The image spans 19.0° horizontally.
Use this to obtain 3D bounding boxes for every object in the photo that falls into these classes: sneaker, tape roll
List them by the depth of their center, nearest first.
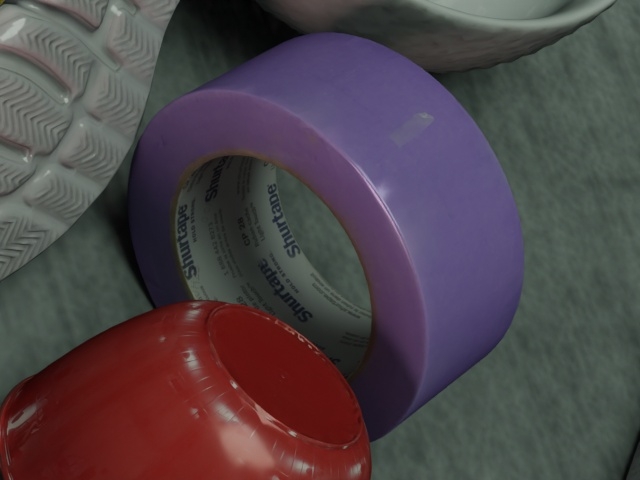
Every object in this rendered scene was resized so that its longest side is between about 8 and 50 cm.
[{"bbox_3d":[-0.165,-0.124,0.931,0.321,0.180,0.124,-58,145,-9],"label":"sneaker"},{"bbox_3d":[0.000,0.000,0.931,0.080,0.189,0.189,-33,89,-41],"label":"tape roll"}]

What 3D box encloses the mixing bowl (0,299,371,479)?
[{"bbox_3d":[-0.045,0.092,0.865,0.181,0.098,0.181,33,23,-16],"label":"mixing bowl"}]

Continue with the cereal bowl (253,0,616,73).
[{"bbox_3d":[0.030,-0.241,1.102,0.339,0.141,0.339,15,60,-28],"label":"cereal bowl"}]

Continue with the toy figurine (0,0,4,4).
[{"bbox_3d":[-0.322,-0.191,0.791,0.363,0.191,0.217,-8,50,-12],"label":"toy figurine"}]

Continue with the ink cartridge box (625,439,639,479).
[{"bbox_3d":[0.346,0.135,1.191,0.304,0.072,0.307,39,49,-12],"label":"ink cartridge box"}]
